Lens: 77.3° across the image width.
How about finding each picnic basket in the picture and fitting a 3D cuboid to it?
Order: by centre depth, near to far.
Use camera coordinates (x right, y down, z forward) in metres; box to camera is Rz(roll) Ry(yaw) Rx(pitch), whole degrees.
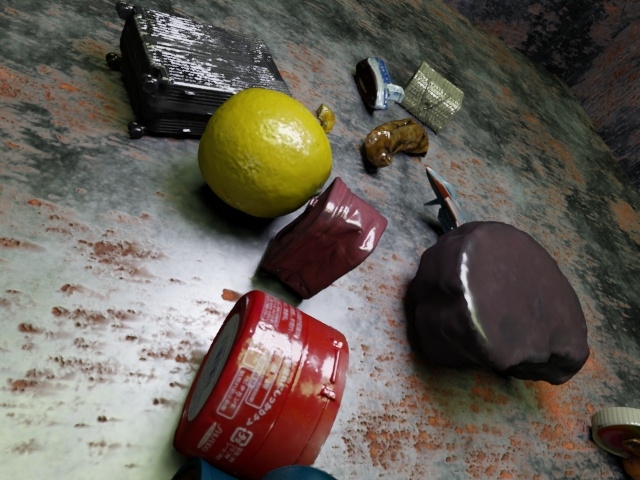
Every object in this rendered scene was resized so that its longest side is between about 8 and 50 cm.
[{"bbox_3d":[0.387,-0.501,1.417,0.196,0.134,0.154,36,42,-6],"label":"picnic basket"}]

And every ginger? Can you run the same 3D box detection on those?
[{"bbox_3d":[0.221,-0.289,1.174,0.309,0.107,0.133,-22,95,-43],"label":"ginger"}]

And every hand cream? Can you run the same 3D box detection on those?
[{"bbox_3d":[-0.079,0.189,0.530,0.149,0.230,0.230,31,46,-15],"label":"hand cream"}]

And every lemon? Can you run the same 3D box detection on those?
[{"bbox_3d":[-0.090,-0.151,0.762,0.219,0.240,0.240,36,45,7],"label":"lemon"}]

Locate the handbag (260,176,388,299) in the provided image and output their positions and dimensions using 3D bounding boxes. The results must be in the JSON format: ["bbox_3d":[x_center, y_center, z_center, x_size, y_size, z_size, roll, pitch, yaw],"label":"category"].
[{"bbox_3d":[0.000,0.000,0.724,0.135,0.225,0.146,41,43,-13],"label":"handbag"}]

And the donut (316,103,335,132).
[{"bbox_3d":[0.013,-0.341,1.116,0.067,0.038,0.083,37,44,-9],"label":"donut"}]

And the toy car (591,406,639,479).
[{"bbox_3d":[0.748,0.453,0.909,0.235,0.235,0.145,35,45,-7],"label":"toy car"}]

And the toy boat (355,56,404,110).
[{"bbox_3d":[0.196,-0.512,1.305,0.115,0.114,0.262,-3,56,-21],"label":"toy boat"}]

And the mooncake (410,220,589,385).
[{"bbox_3d":[0.378,0.135,0.876,0.381,0.212,0.350,26,61,-20],"label":"mooncake"}]

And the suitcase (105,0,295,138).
[{"bbox_3d":[-0.251,-0.345,0.870,0.335,0.152,0.229,-7,64,-39],"label":"suitcase"}]

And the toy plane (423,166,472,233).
[{"bbox_3d":[0.354,-0.064,1.074,0.326,0.104,0.223,45,43,-20],"label":"toy plane"}]

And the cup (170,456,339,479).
[{"bbox_3d":[-0.042,0.372,0.395,0.292,0.242,0.308,34,74,-11],"label":"cup"}]
